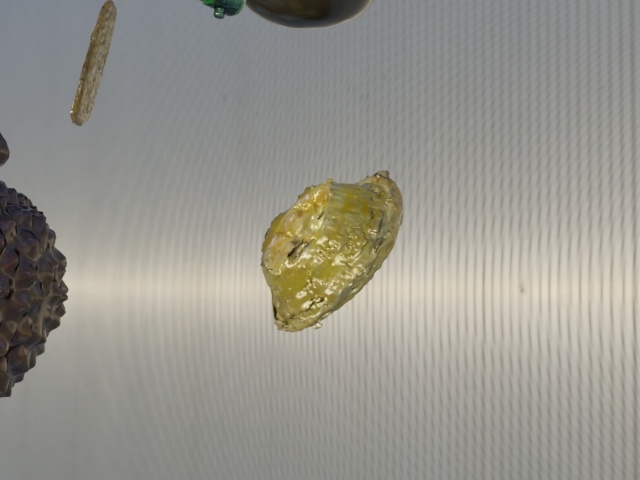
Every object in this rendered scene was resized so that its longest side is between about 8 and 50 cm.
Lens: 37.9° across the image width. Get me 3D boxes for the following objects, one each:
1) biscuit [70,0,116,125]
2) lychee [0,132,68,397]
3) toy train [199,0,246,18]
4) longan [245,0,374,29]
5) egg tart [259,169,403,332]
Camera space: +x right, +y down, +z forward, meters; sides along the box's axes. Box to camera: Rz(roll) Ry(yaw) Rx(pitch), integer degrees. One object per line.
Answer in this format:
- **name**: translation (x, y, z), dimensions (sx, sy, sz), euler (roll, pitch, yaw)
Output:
- **biscuit**: translation (-0.430, -0.337, 1.777), dimensions (0.118, 0.029, 0.247), euler (-126, 52, -81)
- **lychee**: translation (-0.364, 0.036, 0.764), dimensions (0.306, 0.306, 0.330), euler (12, 67, 45)
- **toy train**: translation (-0.175, -0.340, 1.075), dimensions (0.085, 0.251, 0.119), euler (1, 81, 43)
- **longan**: translation (-0.003, -0.500, 1.477), dimensions (0.288, 0.288, 0.350), euler (25, 72, 43)
- **egg tart**: translation (0.000, 0.000, 1.509), dimensions (0.315, 0.120, 0.315), euler (-41, 24, 24)
